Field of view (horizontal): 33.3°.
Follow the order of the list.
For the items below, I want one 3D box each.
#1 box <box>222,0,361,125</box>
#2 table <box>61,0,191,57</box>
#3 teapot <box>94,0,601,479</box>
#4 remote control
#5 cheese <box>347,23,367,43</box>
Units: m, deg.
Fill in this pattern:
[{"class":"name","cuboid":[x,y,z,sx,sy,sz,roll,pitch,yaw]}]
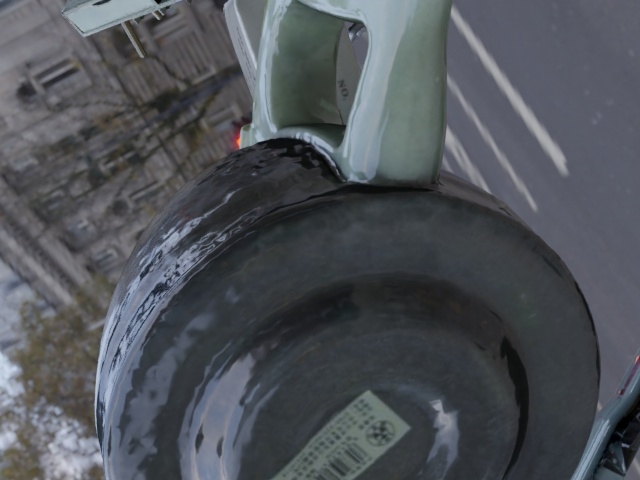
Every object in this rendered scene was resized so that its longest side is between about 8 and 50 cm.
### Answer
[{"class":"box","cuboid":[-0.016,-0.115,0.815,0.259,0.071,0.168,-117,7,-77]},{"class":"table","cuboid":[-0.160,-0.298,1.229,0.111,0.240,0.121,47,-136,-39]},{"class":"teapot","cuboid":[-0.020,0.013,0.559,0.239,0.240,0.321,-124,11,-61]},{"class":"remote control","cuboid":[0.196,0.113,0.693,0.029,0.166,0.065,28,174,8]},{"class":"cheese","cuboid":[0.088,-0.308,1.380,0.047,0.092,0.171,41,-140,5]}]
